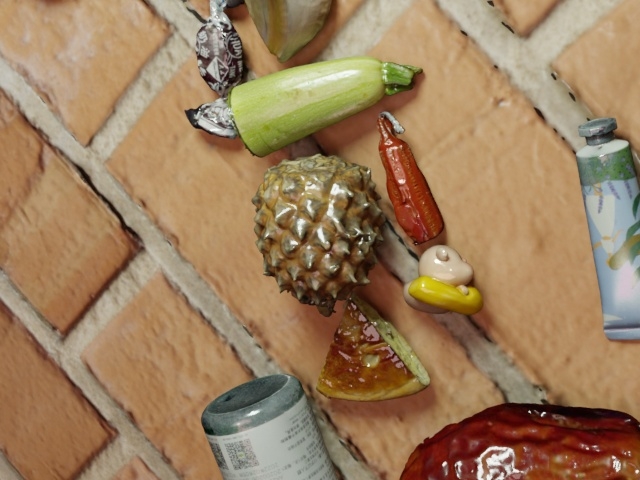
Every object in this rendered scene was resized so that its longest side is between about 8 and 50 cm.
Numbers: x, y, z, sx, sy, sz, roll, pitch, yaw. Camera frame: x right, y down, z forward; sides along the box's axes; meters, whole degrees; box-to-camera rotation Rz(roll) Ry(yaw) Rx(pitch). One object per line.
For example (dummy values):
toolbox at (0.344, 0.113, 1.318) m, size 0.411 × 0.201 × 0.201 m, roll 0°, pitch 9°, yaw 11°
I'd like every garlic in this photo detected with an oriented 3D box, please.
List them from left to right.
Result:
garlic at (-0.045, -0.308, 1.065) m, size 0.101 × 0.087 × 0.196 m, roll -14°, pitch 103°, yaw 40°

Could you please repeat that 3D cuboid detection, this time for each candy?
candy at (-0.125, -0.236, 1.145) m, size 0.094 × 0.051 × 0.226 m, roll 12°, pitch 110°, yaw 32°

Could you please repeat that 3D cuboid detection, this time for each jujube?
jujube at (0.232, 0.281, 1.070) m, size 0.290 × 0.197 × 0.197 m, roll -14°, pitch 101°, yaw 12°

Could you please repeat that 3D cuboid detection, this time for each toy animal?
toy animal at (0.148, 0.044, 1.103) m, size 0.091 × 0.114 × 0.082 m, roll 11°, pitch 77°, yaw -2°

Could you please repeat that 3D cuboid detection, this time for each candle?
candle at (0.097, -0.072, 1.095) m, size 0.053 × 0.048 × 0.162 m, roll -22°, pitch 96°, yaw -1°

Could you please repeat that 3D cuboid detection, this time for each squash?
squash at (0.011, -0.167, 1.095) m, size 0.224 × 0.094 × 0.094 m, roll -15°, pitch 100°, yaw 18°

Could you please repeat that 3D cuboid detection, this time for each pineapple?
pineapple at (0.000, 0.000, 1.103) m, size 0.166 × 0.166 × 0.193 m, roll 4°, pitch 111°, yaw 23°

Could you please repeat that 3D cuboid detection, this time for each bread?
bread at (0.075, 0.150, 1.175) m, size 0.136 × 0.054 × 0.154 m, roll 24°, pitch 120°, yaw 17°

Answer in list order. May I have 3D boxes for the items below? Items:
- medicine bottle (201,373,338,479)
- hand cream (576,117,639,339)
medicine bottle at (-0.044, 0.334, 1.239) m, size 0.141 × 0.141 × 0.293 m, roll -16°, pitch 99°, yaw 28°
hand cream at (0.327, -0.007, 1.017) m, size 0.088 × 0.055 × 0.256 m, roll -8°, pitch 110°, yaw 31°
